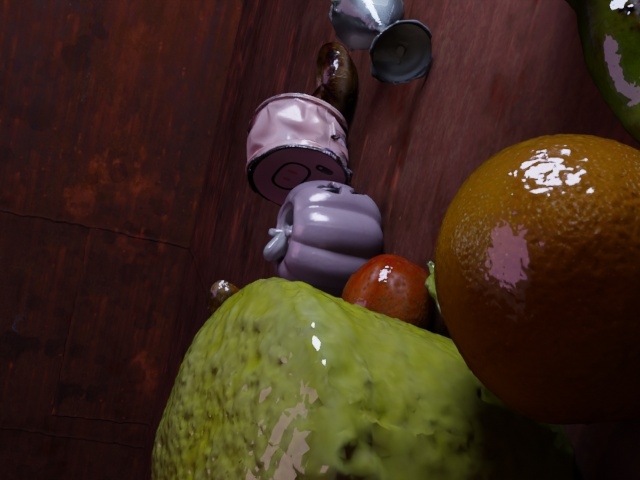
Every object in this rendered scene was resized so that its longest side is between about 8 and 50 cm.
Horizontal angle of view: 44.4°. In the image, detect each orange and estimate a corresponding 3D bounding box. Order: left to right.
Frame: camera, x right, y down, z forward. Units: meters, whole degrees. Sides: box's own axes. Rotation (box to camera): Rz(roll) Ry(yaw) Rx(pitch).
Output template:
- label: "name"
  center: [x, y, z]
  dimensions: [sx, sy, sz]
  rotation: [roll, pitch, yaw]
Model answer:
- label: "orange"
  center: [0.175, 0.027, 0.547]
  dimensions: [0.206, 0.206, 0.206]
  rotation: [-169, 90, -72]

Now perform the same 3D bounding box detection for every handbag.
- label: "handbag"
  center: [-0.039, -0.142, 1.320]
  dimensions: [0.205, 0.179, 0.116]
  rotation: [-44, 30, 51]

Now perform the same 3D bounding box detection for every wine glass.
- label: "wine glass"
  center: [0.091, -0.296, 1.126]
  dimensions: [0.183, 0.122, 0.122]
  rotation: [-112, 37, -52]

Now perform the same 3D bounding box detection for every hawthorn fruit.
- label: "hawthorn fruit"
  center: [0.080, 0.078, 0.924]
  dimensions: [0.128, 0.128, 0.128]
  rotation: [-169, 90, -72]

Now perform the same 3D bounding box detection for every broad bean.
- label: "broad bean"
  center: [0.244, -0.201, 0.669]
  dimensions: [0.077, 0.061, 0.339]
  rotation: [110, 162, -48]

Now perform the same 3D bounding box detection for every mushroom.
- label: "mushroom"
  center: [0.019, -0.255, 1.362]
  dimensions: [0.135, 0.080, 0.170]
  rotation: [-94, 19, -72]

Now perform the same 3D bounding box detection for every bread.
- label: "bread"
  center: [0.021, 0.226, 0.682]
  dimensions: [0.348, 0.308, 0.348]
  rotation: [-41, 39, 46]

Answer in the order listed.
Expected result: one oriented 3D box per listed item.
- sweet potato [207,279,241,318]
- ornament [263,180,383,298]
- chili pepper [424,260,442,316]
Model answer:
- label: "sweet potato"
  center: [-0.011, 0.143, 0.892]
  dimensions: [0.112, 0.359, 0.112]
  rotation: [-11, 66, 27]
- label: "ornament"
  center: [0.000, 0.000, 1.130]
  dimensions: [0.177, 0.178, 0.177]
  rotation: [-169, 90, -72]
- label: "chili pepper"
  center: [0.158, 0.078, 0.812]
  dimensions: [0.049, 0.043, 0.208]
  rotation: [-52, 26, 2]
